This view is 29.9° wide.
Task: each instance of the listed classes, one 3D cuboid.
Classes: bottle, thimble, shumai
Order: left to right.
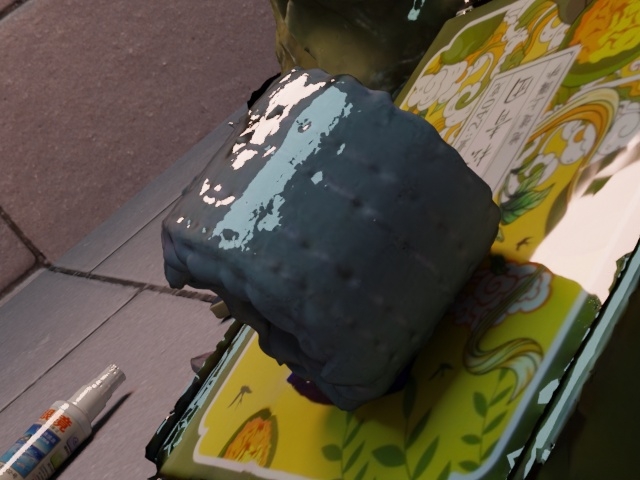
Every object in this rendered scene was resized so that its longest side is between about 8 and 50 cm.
[{"bbox_3d":[-0.301,0.224,1.372,0.060,0.060,0.217,-19,22,51],"label":"bottle"},{"bbox_3d":[0.000,-0.001,0.571,0.118,0.127,0.151,-52,19,-10],"label":"thimble"},{"bbox_3d":[0.078,-0.332,1.445,0.395,0.348,0.395,-25,36,20],"label":"shumai"}]

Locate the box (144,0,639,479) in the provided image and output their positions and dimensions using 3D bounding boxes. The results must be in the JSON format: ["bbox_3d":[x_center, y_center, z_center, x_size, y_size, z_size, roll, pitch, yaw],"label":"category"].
[{"bbox_3d":[0.117,0.013,0.686,0.420,0.138,0.373,-57,21,-18],"label":"box"}]

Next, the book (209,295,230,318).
[{"bbox_3d":[-0.013,-0.015,1.481,0.191,0.025,0.269,-27,18,35],"label":"book"}]

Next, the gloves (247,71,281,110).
[{"bbox_3d":[0.036,-0.212,1.733,0.301,0.152,0.197,-35,34,-14],"label":"gloves"}]

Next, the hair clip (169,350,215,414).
[{"bbox_3d":[-0.054,0.123,1.093,0.187,0.056,0.146,-34,21,3],"label":"hair clip"}]
